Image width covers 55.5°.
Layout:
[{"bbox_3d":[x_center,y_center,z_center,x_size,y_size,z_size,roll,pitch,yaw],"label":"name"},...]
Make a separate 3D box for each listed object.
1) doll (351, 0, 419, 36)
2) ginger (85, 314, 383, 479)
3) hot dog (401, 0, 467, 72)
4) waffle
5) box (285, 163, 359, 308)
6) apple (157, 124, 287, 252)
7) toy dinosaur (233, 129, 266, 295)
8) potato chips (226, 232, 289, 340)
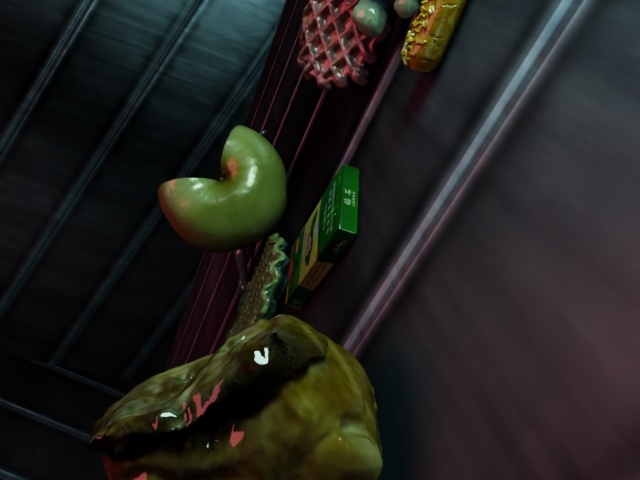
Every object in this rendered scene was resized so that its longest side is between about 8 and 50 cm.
[{"bbox_3d":[0.109,-0.441,0.850,0.258,0.154,0.228,128,122,-70],"label":"doll"},{"bbox_3d":[-0.070,0.204,0.627,0.269,0.223,0.200,-33,9,1],"label":"ginger"},{"bbox_3d":[0.148,-0.286,0.739,0.071,0.045,0.165,-101,30,-64],"label":"hot dog"},{"bbox_3d":[0.038,-0.379,1.064,0.221,0.055,0.234,32,112,42],"label":"waffle"},{"bbox_3d":[0.000,0.000,0.988,0.235,0.034,0.132,124,157,-49],"label":"box"},{"bbox_3d":[-0.204,-0.094,1.410,0.295,0.233,0.258,-36,-15,-11],"label":"apple"},{"bbox_3d":[-0.184,-0.083,1.669,0.383,0.129,0.331,-67,27,18],"label":"toy dinosaur"},{"bbox_3d":[-0.173,0.191,1.316,0.429,0.070,0.358,-58,12,37],"label":"potato chips"}]
